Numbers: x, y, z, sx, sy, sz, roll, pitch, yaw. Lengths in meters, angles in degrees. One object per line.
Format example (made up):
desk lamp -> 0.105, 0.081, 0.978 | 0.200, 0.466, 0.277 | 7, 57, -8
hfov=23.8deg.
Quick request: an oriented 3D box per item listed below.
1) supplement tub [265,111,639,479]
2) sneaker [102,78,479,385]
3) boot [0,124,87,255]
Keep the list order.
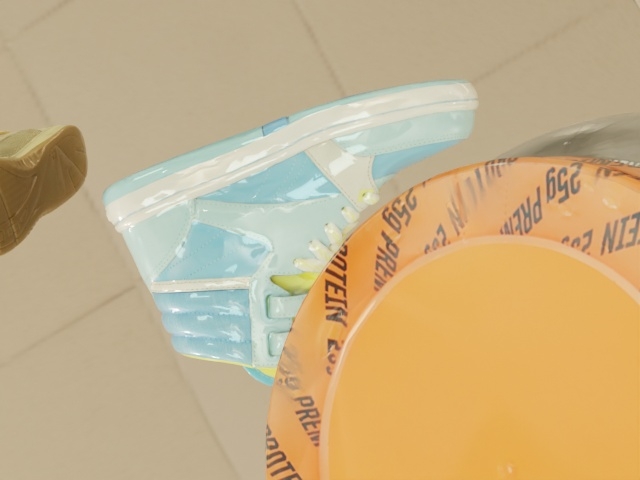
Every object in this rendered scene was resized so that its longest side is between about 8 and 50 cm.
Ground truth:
supplement tub -> 0.137, 0.064, 0.484 | 0.193, 0.316, 0.194 | -3, 86, 37
sneaker -> 0.000, 0.000, 1.239 | 0.319, 0.127, 0.208 | -19, 90, 13
boot -> -0.375, -0.052, 1.487 | 0.203, 0.262, 0.095 | 3, 114, 22
